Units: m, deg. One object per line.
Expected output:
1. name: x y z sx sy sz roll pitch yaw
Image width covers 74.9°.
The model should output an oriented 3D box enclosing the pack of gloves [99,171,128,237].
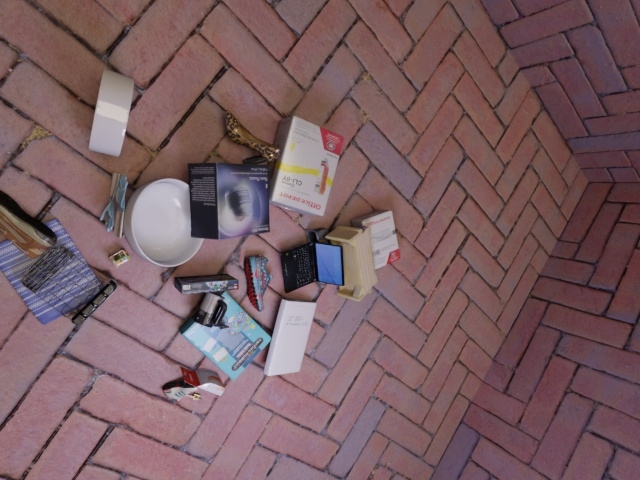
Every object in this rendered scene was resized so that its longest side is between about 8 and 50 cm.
1. pack of gloves: -0.765 -0.136 1.532 0.046 0.195 0.232 6 94 -40

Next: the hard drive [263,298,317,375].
1. hard drive: -0.141 0.462 2.012 0.233 0.047 0.353 15 89 -52

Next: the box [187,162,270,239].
1. box: -0.364 -0.165 1.708 0.296 0.182 0.294 -12 106 -54

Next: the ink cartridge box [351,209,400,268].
1. ink cartridge box: 0.291 -0.008 2.190 0.197 0.114 0.273 -20 107 -25

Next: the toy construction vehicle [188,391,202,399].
1. toy construction vehicle: -0.545 0.666 1.862 0.098 0.035 0.086 32 81 -29

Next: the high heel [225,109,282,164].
1. high heel: -0.281 -0.448 1.768 0.093 0.186 0.261 -70 143 -52

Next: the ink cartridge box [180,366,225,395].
1. ink cartridge box: -0.510 0.592 1.808 0.179 0.145 0.045 37 83 -27

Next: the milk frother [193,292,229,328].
1. milk frother: -0.435 0.300 1.758 0.135 0.129 0.143 -66 162 -7

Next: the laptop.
1. laptop: -0.035 0.141 1.983 0.264 0.136 0.234 -20 123 -25

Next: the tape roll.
1. tape roll: -0.733 -0.441 1.462 0.100 0.286 0.286 10 92 -30

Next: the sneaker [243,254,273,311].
1. sneaker: -0.267 0.196 1.914 0.125 0.104 0.262 -11 102 -30

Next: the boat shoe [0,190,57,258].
1. boat shoe: -1.065 -0.065 1.409 0.324 0.122 0.120 43 88 -12

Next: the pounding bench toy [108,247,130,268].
1. pounding bench toy: -0.776 0.069 1.621 0.065 0.083 0.052 -35 112 -20

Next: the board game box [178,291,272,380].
1. board game box: -0.418 0.421 1.873 0.254 0.079 0.336 -46 116 -17

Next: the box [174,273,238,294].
1. box: -0.480 0.181 1.759 0.233 0.159 0.044 -2 96 -29

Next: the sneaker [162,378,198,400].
1. sneaker: -0.593 0.647 1.797 0.161 0.057 0.075 -7 114 4

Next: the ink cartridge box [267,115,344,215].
1. ink cartridge box: -0.084 -0.328 1.909 0.279 0.160 0.385 15 89 -30

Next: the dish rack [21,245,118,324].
1. dish rack: -0.915 0.160 1.525 0.208 0.074 0.271 -49 112 -14

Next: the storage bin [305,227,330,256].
1. storage bin: 0.000 0.000 2.047 0.091 0.098 0.135 -25 109 -35

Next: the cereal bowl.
1. cereal bowl: -0.618 -0.072 1.628 0.339 0.141 0.339 -12 105 -54

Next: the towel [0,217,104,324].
1. towel: -0.995 0.115 1.539 0.243 0.040 0.336 -31 109 -21

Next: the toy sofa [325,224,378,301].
1. toy sofa: 0.159 0.102 2.077 0.177 0.150 0.363 -36 124 -40
